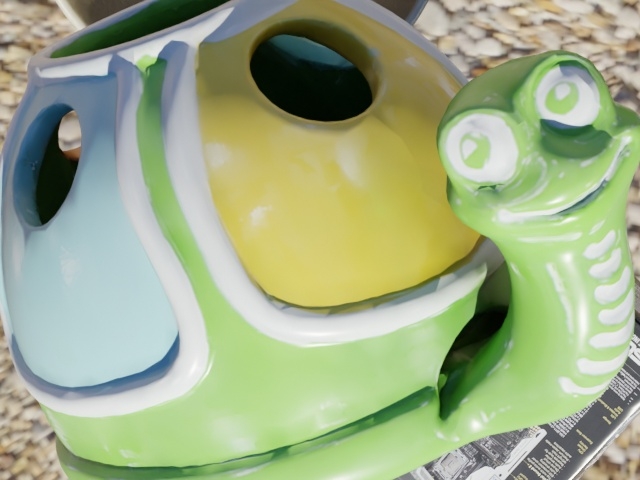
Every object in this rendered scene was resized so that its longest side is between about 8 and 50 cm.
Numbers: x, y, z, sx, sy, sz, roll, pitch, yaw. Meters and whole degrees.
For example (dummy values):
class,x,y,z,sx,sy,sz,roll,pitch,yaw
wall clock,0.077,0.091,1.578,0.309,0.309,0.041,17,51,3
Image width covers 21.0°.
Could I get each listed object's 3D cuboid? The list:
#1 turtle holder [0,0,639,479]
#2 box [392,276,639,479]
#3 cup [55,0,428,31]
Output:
class,x,y,z,sx,sy,sz,roll,pitch,yaw
turtle holder,-0.019,0.006,0.747,0.243,0.320,0.227,-24,106,-10
box,0.062,0.056,1.177,0.307,0.076,0.242,42,112,11
cup,-0.060,-0.313,1.441,0.331,0.237,0.331,2,125,3
